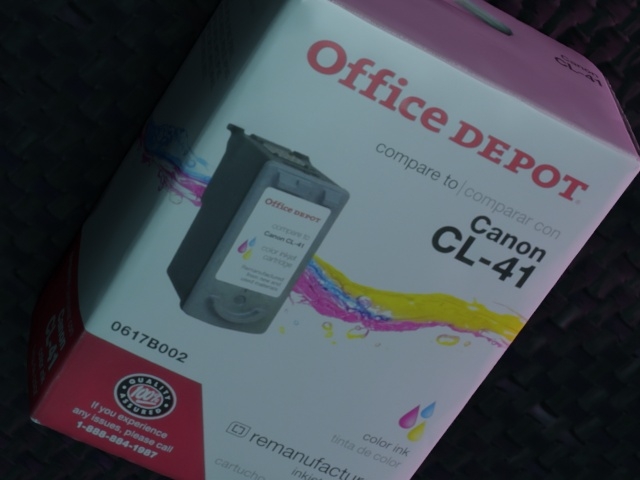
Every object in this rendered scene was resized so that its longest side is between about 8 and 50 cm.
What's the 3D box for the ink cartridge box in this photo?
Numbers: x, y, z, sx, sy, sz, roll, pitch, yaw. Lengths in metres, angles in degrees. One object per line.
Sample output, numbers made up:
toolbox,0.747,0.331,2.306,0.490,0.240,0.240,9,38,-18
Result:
ink cartridge box,0.000,0.000,1.051,0.226,0.131,0.306,25,116,-18
